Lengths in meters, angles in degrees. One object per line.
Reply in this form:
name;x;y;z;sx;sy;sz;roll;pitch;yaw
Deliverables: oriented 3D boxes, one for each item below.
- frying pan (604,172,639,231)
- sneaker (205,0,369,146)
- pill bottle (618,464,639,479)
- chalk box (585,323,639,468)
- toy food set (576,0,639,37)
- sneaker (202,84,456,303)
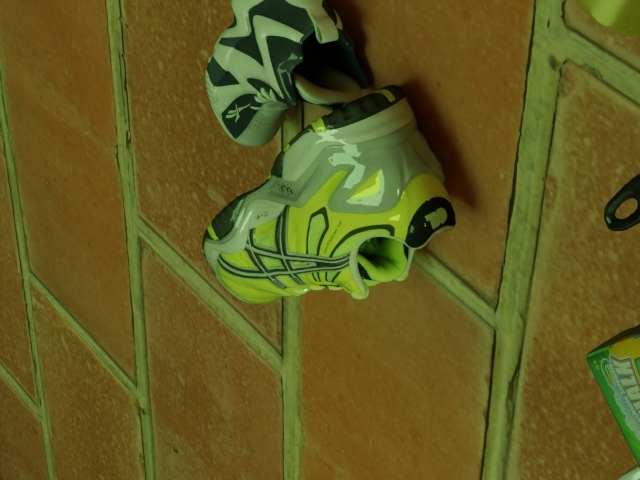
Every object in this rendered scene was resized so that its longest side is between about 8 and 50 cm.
frying pan;0.306;-0.067;1.148;0.197;0.053;0.326;47;149;28
sneaker;-0.027;-0.143;1.611;0.153;0.094;0.235;55;143;33
pill bottle;0.297;0.226;1.401;0.116;0.065;0.065;58;152;11
chalk box;0.290;0.102;1.235;0.132;0.132;0.213;62;152;4
toy food set;0.243;-0.225;1.077;0.128;0.071;0.218;49;126;22
sneaker;0.000;0.000;1.638;0.147;0.145;0.385;59;154;9
